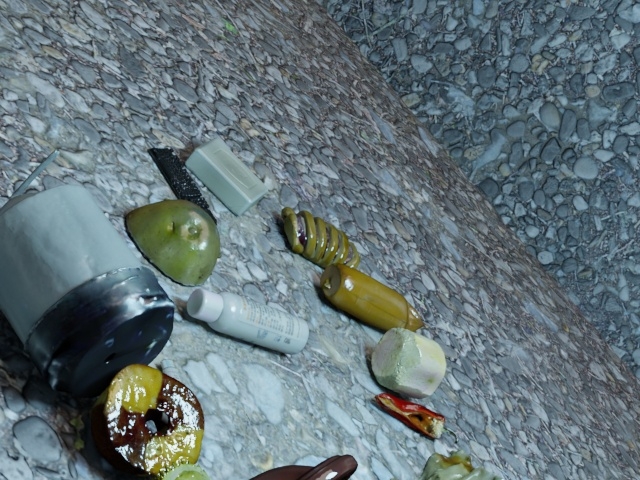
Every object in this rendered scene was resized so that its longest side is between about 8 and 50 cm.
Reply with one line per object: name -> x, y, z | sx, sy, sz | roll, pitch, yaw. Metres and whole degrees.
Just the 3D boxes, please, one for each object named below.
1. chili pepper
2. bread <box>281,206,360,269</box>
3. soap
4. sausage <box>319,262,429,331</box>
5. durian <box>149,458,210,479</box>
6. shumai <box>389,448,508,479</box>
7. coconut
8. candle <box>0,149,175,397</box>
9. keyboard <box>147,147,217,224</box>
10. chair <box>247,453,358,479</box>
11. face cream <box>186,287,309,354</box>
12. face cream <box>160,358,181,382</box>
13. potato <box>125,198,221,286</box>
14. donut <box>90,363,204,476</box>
chili pepper -> 0.209, 0.389, 2.079 | 0.268, 0.059, 0.050 | 29, -10, -28
bread -> 0.000, 0.000, 2.326 | 0.225, 0.081, 0.134 | 31, 28, -31
soap -> -0.221, -0.150, 2.228 | 0.183, 0.064, 0.121 | 44, 25, 0
sausage -> 0.136, 0.153, 2.272 | 0.328, 0.112, 0.112 | 29, 28, -35
durian -> -0.188, 0.410, 1.328 | 0.146, 0.102, 0.208 | -23, 93, -63
shumai -> 0.230, 0.502, 1.653 | 0.314, 0.262, 0.267 | 15, 37, -47
coconut -> 0.205, 0.279, 2.126 | 0.153, 0.147, 0.147 | 28, 28, -32
candle -> -0.388, 0.052, 1.426 | 0.342, 0.221, 0.221 | 49, 23, 18
keyboard -> -0.305, -0.122, 2.095 | 0.072, 0.023, 0.231 | 3, 47, -55
chair -> 0.034, 0.486, 1.396 | 0.401, 0.226, 0.226 | 51, 24, 16
face cream -> -0.142, 0.154, 1.833 | 0.269, 0.082, 0.082 | 24, 31, -39
face cream -> -0.242, 0.250, 1.582 | 0.038, 0.020, 0.115 | 19, 38, -48
potato -> -0.270, -0.018, 1.866 | 0.202, 0.117, 0.182 | 49, 26, 7
donut -> -0.260, 0.273, 1.402 | 0.184, 0.073, 0.166 | 21, 54, -42
